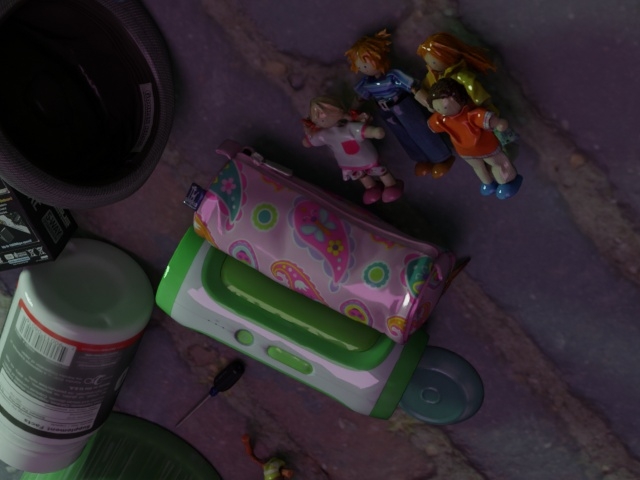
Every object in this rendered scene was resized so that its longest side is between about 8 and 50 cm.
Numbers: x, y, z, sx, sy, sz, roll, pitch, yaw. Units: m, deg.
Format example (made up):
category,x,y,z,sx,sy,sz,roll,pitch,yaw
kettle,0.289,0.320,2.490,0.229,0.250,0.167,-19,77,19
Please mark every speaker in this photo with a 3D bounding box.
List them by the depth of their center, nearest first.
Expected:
category,x,y,z,sx,sy,sz,roll,pitch,yaw
speaker,-0.032,0.089,1.785,0.296,0.131,0.131,26,130,3

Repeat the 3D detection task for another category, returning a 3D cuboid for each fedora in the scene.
category,x,y,z,sx,sy,sz,roll,pitch,yaw
fedora,-0.287,-0.164,1.672,0.275,0.244,0.124,47,157,-26

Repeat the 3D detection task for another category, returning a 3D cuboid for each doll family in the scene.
category,x,y,z,sx,sy,sz,roll,pitch,yaw
doll family,0.100,-0.137,1.597,0.263,0.118,0.163,-3,132,45

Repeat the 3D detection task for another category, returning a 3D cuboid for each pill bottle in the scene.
category,x,y,z,sx,sy,sz,roll,pitch,yaw
pill bottle,-0.315,0.146,1.918,0.161,0.161,0.283,27,130,1

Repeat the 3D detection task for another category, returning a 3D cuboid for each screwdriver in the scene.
category,x,y,z,sx,sy,sz,roll,pitch,yaw
screwdriver,-0.141,0.201,1.981,0.025,0.024,0.170,54,133,16

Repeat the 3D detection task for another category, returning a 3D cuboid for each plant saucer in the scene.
category,x,y,z,sx,sy,sz,roll,pitch,yaw
plant saucer,0.132,0.177,1.855,0.119,0.021,0.119,11,127,14

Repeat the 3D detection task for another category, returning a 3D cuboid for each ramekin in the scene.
category,x,y,z,sx,sy,sz,roll,pitch,yaw
ramekin,-0.278,0.388,2.088,0.303,0.148,0.303,11,128,14

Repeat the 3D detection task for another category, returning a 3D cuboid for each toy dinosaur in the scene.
category,x,y,z,sx,sy,sz,roll,pitch,yaw
toy dinosaur,0.129,0.063,1.762,0.090,0.047,0.082,-5,141,12

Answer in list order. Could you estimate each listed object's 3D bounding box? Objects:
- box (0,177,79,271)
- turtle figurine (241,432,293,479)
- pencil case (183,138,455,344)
category,x,y,z,sx,sy,sz,roll,pitch,yaw
box,-0.469,-0.064,1.815,0.307,0.076,0.242,-12,121,27
turtle figurine,-0.022,0.369,2.013,0.217,0.087,0.269,9,127,15
pencil case,0.000,0.000,1.691,0.284,0.124,0.124,29,131,14
